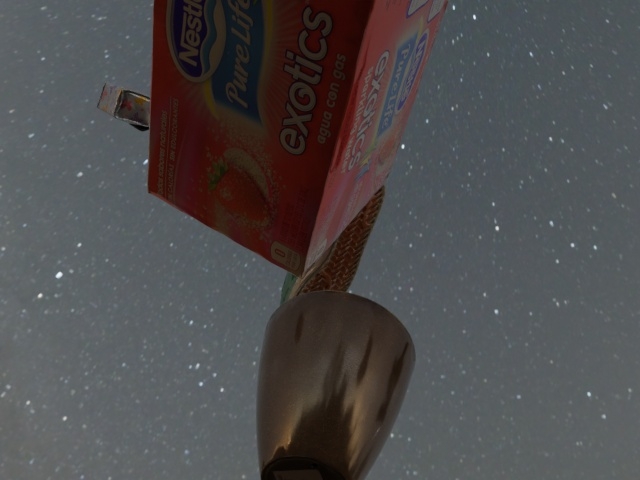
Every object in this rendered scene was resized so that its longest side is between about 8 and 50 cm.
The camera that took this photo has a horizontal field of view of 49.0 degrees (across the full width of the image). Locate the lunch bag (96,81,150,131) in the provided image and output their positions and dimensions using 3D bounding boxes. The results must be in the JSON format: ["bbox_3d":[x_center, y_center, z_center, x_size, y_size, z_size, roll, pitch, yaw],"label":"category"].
[{"bbox_3d":[-0.261,-0.186,0.992,0.083,0.071,0.053,11,-77,-43],"label":"lunch bag"}]

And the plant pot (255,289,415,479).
[{"bbox_3d":[0.004,0.218,0.892,0.215,0.230,0.215,6,-55,9],"label":"plant pot"}]

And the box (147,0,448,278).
[{"bbox_3d":[-0.008,-0.146,0.460,0.142,0.154,0.300,29,-45,14],"label":"box"}]

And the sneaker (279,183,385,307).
[{"bbox_3d":[0.000,0.000,1.158,0.108,0.121,0.302,6,-61,-42],"label":"sneaker"}]
